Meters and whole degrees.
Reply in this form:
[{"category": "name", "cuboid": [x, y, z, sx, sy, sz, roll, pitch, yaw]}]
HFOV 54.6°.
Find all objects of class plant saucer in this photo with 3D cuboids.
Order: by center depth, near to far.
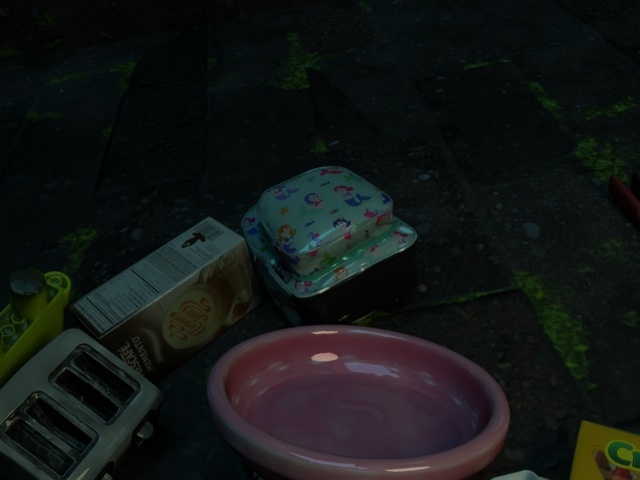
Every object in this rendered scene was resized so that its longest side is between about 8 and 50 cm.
[{"category": "plant saucer", "cuboid": [0.038, 0.193, 0.699, 0.331, 0.084, 0.332, 3, 13, -1]}]

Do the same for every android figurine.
[{"category": "android figurine", "cuboid": [-0.403, 0.158, 0.800, 0.056, 0.273, 0.248, 26, 47, -1]}]

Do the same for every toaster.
[{"category": "toaster", "cuboid": [-0.306, 0.216, 0.753, 0.185, 0.110, 0.168, 38, 49, 0]}]

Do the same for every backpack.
[{"category": "backpack", "cuboid": [0.000, 0.000, 0.956, 0.225, 0.191, 0.253, -26, 36, -18]}]

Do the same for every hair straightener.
[{"category": "hair straightener", "cuboid": [0.548, -0.036, 0.973, 0.089, 0.047, 0.230, -12, 39, -1]}]

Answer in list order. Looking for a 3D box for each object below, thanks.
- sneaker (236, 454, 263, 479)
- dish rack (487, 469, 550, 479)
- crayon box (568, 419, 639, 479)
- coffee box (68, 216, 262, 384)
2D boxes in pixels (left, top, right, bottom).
[{"category": "sneaker", "cuboid": [-0.021, 0.287, 0.649, 0.108, 0.121, 0.302, -21, 40, -14]}, {"category": "dish rack", "cuboid": [0.087, 0.274, 0.431, 0.332, 0.073, 0.285, -11, 17, -9]}, {"category": "crayon box", "cuboid": [0.328, 0.304, 0.583, 0.202, 0.081, 0.319, 10, 43, 24]}, {"category": "coffee box", "cuboid": [-0.219, 0.095, 0.916, 0.246, 0.141, 0.098, -37, 47, -27]}]
